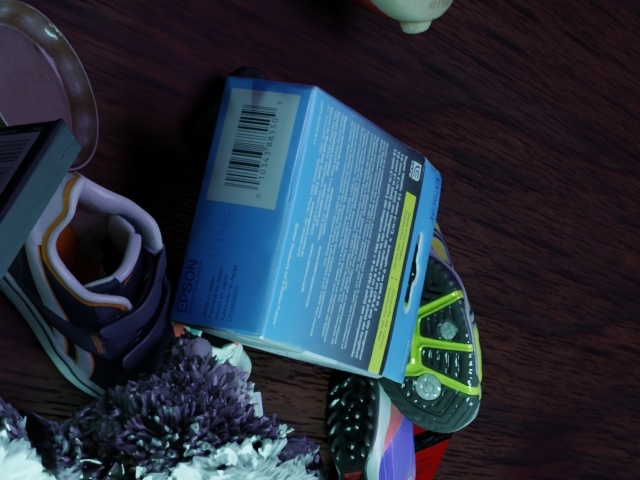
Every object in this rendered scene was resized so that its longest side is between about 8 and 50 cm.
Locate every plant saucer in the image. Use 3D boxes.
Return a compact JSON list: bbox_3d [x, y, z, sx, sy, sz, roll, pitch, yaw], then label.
[{"bbox_3d":[-0.266,-0.138,1.511,0.168,0.029,0.168,44,35,-42],"label":"plant saucer"}]

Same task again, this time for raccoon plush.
[{"bbox_3d":[-0.178,0.142,1.396,0.216,0.299,0.446,-45,128,0],"label":"raccoon plush"}]

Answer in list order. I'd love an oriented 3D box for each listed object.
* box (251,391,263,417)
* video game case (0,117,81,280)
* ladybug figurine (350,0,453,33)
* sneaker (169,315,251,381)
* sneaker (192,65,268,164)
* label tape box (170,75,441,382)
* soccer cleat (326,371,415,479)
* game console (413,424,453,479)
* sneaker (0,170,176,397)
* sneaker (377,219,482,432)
[{"bbox_3d":[-0.087,0.322,1.738,0.063,0.067,0.324,-10,93,-59],"label":"box"},{"bbox_3d":[-0.332,0.023,1.195,0.035,0.248,0.275,62,38,-37],"label":"video game case"},{"bbox_3d":[0.056,-0.470,1.997,0.305,0.162,0.449,-21,103,-57],"label":"ladybug figurine"},{"bbox_3d":[-0.105,0.114,1.726,0.161,0.075,0.057,42,51,-49],"label":"sneaker"},{"bbox_3d":[-0.034,-0.074,1.853,0.286,0.109,0.130,62,32,-36],"label":"sneaker"},{"bbox_3d":[0.000,0.000,1.708,0.347,0.115,0.249,26,74,-63],"label":"label tape box"},{"bbox_3d":[0.064,0.314,1.940,0.116,0.108,0.318,25,61,-41],"label":"soccer cleat"},{"bbox_3d":[0.098,0.255,2.106,0.144,0.085,0.124,-9,124,-59],"label":"game console"},{"bbox_3d":[-0.198,0.053,1.537,0.321,0.127,0.126,52,42,-44],"label":"sneaker"},{"bbox_3d":[0.112,0.039,1.968,0.147,0.145,0.385,0,70,-63],"label":"sneaker"}]
